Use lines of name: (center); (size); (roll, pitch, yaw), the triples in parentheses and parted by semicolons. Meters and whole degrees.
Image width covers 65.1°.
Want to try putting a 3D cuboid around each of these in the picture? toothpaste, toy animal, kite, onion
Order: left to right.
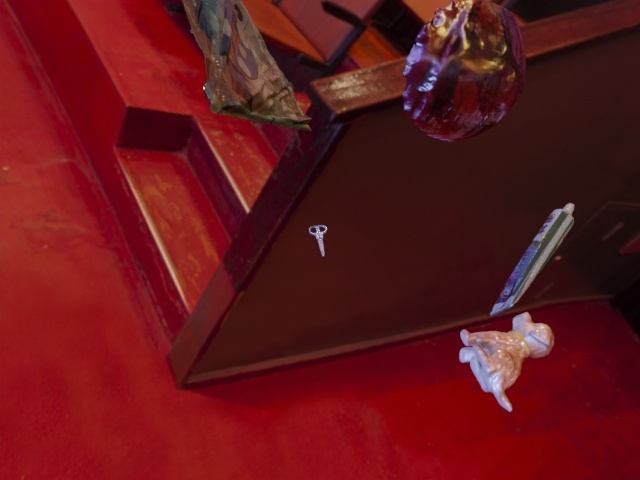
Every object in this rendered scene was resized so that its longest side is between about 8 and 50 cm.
kite: (-0.087, -0.229, 0.454); (0.406, 0.014, 0.368); (54, 22, -46)
onion: (0.318, -0.346, 1.087); (0.280, 0.314, 0.146); (-2, 35, -33)
toy animal: (0.402, 0.242, 1.005); (0.185, 0.104, 0.184); (-12, 40, -11)
toothpaste: (0.539, 0.037, 1.248); (0.061, 0.098, 0.392); (41, 65, 6)

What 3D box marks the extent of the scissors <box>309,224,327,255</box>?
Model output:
scissors: (0.000, 0.000, 0.962); (0.036, 0.006, 0.083); (-6, 47, -8)
